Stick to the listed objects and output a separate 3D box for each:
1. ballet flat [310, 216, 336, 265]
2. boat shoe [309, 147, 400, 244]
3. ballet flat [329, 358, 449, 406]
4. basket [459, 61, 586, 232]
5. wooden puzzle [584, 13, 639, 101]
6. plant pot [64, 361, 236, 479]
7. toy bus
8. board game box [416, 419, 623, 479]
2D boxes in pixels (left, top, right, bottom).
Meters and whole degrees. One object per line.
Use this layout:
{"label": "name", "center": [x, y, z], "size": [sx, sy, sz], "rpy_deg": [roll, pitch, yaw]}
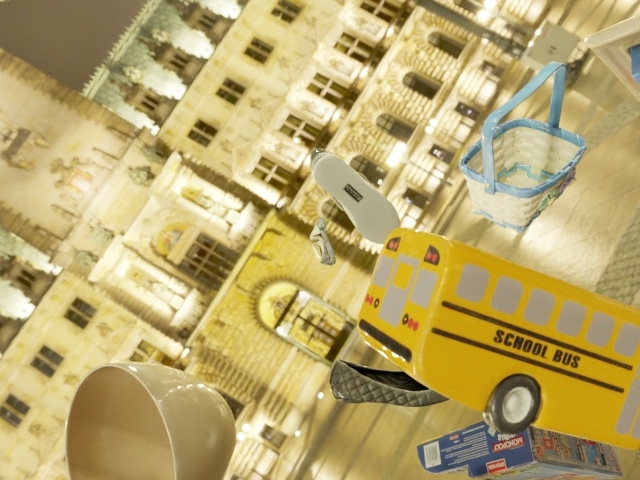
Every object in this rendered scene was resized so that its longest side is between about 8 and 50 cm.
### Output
{"label": "ballet flat", "center": [0.000, 0.000, 1.081], "size": [0.041, 0.041, 0.114], "rpy_deg": [113, 149, -52]}
{"label": "boat shoe", "center": [0.063, -0.081, 0.958], "size": [0.078, 0.219, 0.070], "rpy_deg": [-39, 29, 8]}
{"label": "ballet flat", "center": [0.097, 0.175, 0.676], "size": [0.057, 0.173, 0.049], "rpy_deg": [-122, 36, -72]}
{"label": "basket", "center": [0.415, -0.184, 1.105], "size": [0.255, 0.201, 0.288], "rpy_deg": [-40, -46, -21]}
{"label": "wooden puzzle", "center": [0.567, -0.225, 0.683], "size": [0.322, 0.348, 0.080], "rpy_deg": [-13, 67, 49]}
{"label": "plant pot", "center": [-0.251, 0.326, 0.881], "size": [0.191, 0.284, 0.284], "rpy_deg": [0, -56, -54]}
{"label": "toy bus", "center": [0.201, 0.101, 0.485], "size": [0.108, 0.333, 0.130], "rpy_deg": [19, 90, 69]}
{"label": "board game box", "center": [0.255, 0.265, 0.665], "size": [0.194, 0.194, 0.060], "rpy_deg": [-48, 36, 49]}
